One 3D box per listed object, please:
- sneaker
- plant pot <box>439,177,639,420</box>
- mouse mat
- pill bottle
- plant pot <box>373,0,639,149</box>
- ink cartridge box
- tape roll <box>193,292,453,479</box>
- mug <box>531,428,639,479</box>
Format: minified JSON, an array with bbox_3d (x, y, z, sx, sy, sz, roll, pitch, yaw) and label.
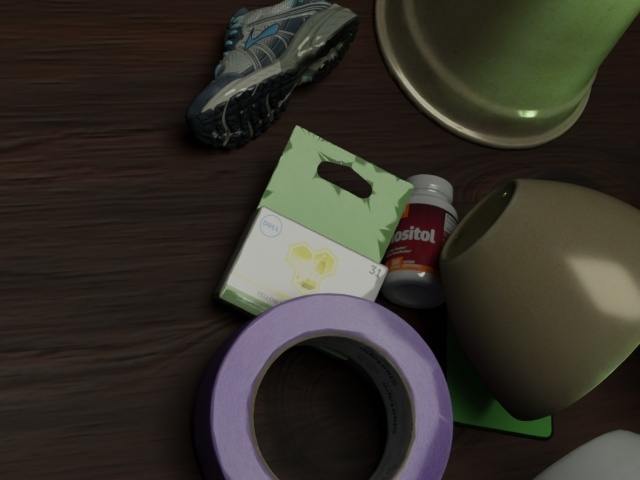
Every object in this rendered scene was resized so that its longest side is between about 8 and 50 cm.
[{"bbox_3d":[-0.081,-0.218,1.860,0.122,0.110,0.283,37,53,17],"label":"sneaker"},{"bbox_3d":[0.249,0.039,1.741,0.191,0.284,0.284,42,57,-10],"label":"plant pot"},{"bbox_3d":[0.220,0.148,1.862,0.153,0.007,0.189,12,63,-19],"label":"mouse mat"},{"bbox_3d":[0.122,0.000,1.841,0.086,0.086,0.152,18,60,-16],"label":"pill bottle"},{"bbox_3d":[0.281,-0.333,1.939,0.334,0.305,0.333,10,62,-20],"label":"plant pot"},{"bbox_3d":[0.000,0.000,1.764,0.171,0.056,0.235,27,80,-10],"label":"ink cartridge box"},{"bbox_3d":[0.003,0.199,1.655,0.275,0.090,0.274,3,78,-16],"label":"tape roll"},{"bbox_3d":[0.390,0.389,1.694,0.374,0.276,0.328,3,47,-56],"label":"mug"}]
